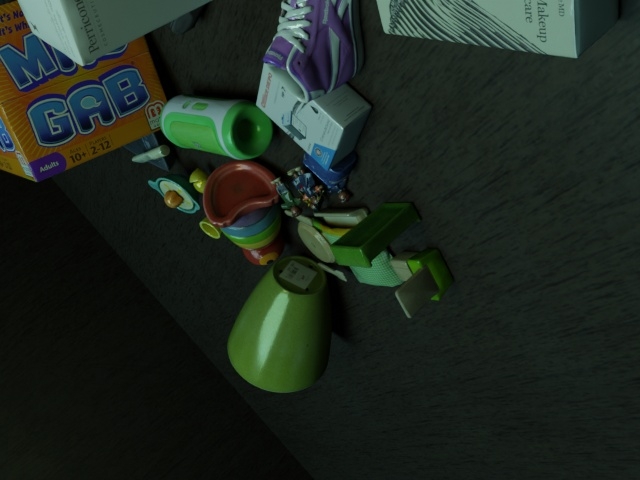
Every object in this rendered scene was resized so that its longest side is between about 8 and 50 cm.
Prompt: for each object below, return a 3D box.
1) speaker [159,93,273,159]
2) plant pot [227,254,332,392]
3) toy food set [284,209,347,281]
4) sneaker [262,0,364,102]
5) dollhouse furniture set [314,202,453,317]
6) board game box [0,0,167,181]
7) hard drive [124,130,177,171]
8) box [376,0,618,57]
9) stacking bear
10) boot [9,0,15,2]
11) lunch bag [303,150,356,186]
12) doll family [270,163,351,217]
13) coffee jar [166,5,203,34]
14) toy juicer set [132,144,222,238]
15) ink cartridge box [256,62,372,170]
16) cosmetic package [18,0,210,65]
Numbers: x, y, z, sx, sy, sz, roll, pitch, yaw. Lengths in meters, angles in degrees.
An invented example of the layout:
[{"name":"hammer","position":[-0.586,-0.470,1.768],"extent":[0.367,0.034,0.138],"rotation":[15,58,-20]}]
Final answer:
[{"name":"speaker","position":[-0.233,-0.251,1.463],"extent":[0.296,0.131,0.131],"rotation":[18,140,47]},{"name":"plant pot","position":[-0.082,0.187,1.701],"extent":[0.275,0.275,0.293],"rotation":[38,136,23]},{"name":"toy food set","position":[0.000,0.000,1.547],"extent":[0.132,0.038,0.192],"rotation":[24,150,53]},{"name":"sneaker","position":[-0.025,-0.335,0.987],"extent":[0.102,0.161,0.282],"rotation":[26,144,42]},{"name":"dollhouse furniture set","position":[0.081,0.046,1.339],"extent":[0.301,0.151,0.197],"rotation":[3,129,56]},{"name":"board game box","position":[-0.631,-0.386,1.582],"extent":[0.356,0.356,0.356],"rotation":[15,129,49]},{"name":"hard drive","position":[-0.510,-0.306,1.898],"extent":[0.255,0.054,0.172],"rotation":[28,147,35]},{"name":"box","position":[0.192,-0.294,0.776],"extent":[0.275,0.094,0.113],"rotation":[23,144,43]},{"name":"stacking bear","position":[-0.160,-0.043,1.603],"extent":[0.164,0.175,0.289],"rotation":[59,173,34]},{"name":"boot","position":[-0.722,-0.555,1.861],"extent":[0.280,0.096,0.264],"rotation":[47,-174,-43]},{"name":"lunch bag","position":[0.013,-0.154,1.273],"extent":[0.098,0.067,0.065],"rotation":[45,153,11]},{"name":"doll family","position":[-0.016,-0.105,1.381],"extent":[0.111,0.076,0.193],"rotation":[59,150,-8]},{"name":"coffee jar","position":[-0.303,-0.494,1.296],"extent":[0.184,0.079,0.096],"rotation":[52,151,-3]},{"name":"toy juicer set","position":[-0.377,-0.140,1.807],"extent":[0.329,0.089,0.209],"rotation":[38,153,-7]},{"name":"ink cartridge box","position":[-0.016,-0.239,1.190],"extent":[0.191,0.082,0.139],"rotation":[43,153,10]},{"name":"cosmetic package","position":[-0.238,-0.434,0.927],"extent":[0.156,0.385,0.217],"rotation":[33,150,31]}]
